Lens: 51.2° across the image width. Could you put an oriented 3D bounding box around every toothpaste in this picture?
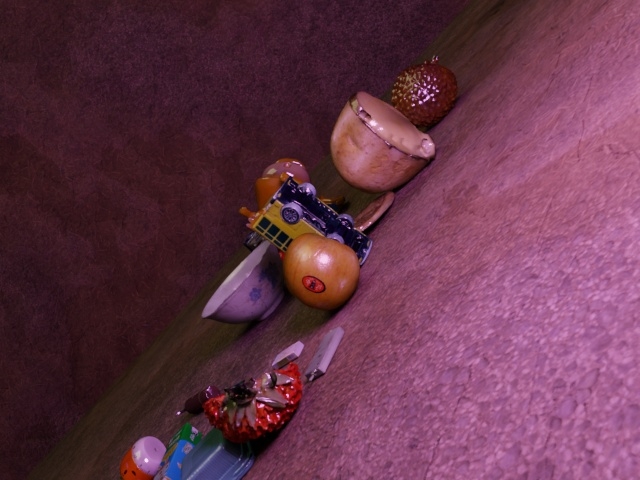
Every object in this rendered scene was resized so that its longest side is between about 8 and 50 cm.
[{"bbox_3d":[-0.321,0.503,1.454,0.065,0.050,0.267,-47,10,15],"label":"toothpaste"}]

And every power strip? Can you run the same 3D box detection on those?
[{"bbox_3d":[0.006,0.222,1.287,0.051,0.019,0.136,-35,16,40],"label":"power strip"}]

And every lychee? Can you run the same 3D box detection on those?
[{"bbox_3d":[0.319,-0.453,2.036,0.200,0.200,0.238,-18,52,68],"label":"lychee"}]

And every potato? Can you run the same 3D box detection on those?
[{"bbox_3d":[0.142,-0.236,1.770,0.242,0.285,0.243,-21,62,45],"label":"potato"}]

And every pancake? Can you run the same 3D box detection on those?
[{"bbox_3d":[0.099,-0.039,1.787,0.250,0.031,0.250,-42,6,5],"label":"pancake"}]

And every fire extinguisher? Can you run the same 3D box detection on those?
[{"bbox_3d":[-0.309,0.418,1.740,0.078,0.045,0.157,-18,-14,-45],"label":"fire extinguisher"}]

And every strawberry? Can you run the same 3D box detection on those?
[{"bbox_3d":[-0.117,0.308,1.240,0.188,0.106,0.286,-20,-10,-8],"label":"strawberry"}]

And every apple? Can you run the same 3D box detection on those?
[{"bbox_3d":[-0.001,0.070,1.458,0.182,0.182,0.155,-158,87,-78],"label":"apple"}]

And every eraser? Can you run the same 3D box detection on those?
[{"bbox_3d":[-0.072,0.254,1.469,0.083,0.019,0.038,-38,16,39],"label":"eraser"}]

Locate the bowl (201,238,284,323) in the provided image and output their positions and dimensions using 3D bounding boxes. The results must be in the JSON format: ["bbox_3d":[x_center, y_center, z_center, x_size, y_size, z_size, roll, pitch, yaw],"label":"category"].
[{"bbox_3d":[-0.195,0.150,1.963,0.313,0.146,0.313,-46,10,10],"label":"bowl"}]

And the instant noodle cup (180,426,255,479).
[{"bbox_3d":[-0.202,0.419,1.258,0.157,0.070,0.179,-46,10,-4],"label":"instant noodle cup"}]

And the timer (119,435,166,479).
[{"bbox_3d":[-0.436,0.545,1.608,0.136,0.099,0.136,-42,0,0],"label":"timer"}]

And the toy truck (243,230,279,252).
[{"bbox_3d":[-0.167,-0.050,2.629,0.268,0.124,0.155,-52,19,-14],"label":"toy truck"}]

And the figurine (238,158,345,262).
[{"bbox_3d":[-0.137,-0.094,2.306,0.401,0.268,0.387,-49,13,15],"label":"figurine"}]

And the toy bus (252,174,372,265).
[{"bbox_3d":[-0.019,-0.015,1.609,0.150,0.262,0.128,-48,7,36],"label":"toy bus"}]
